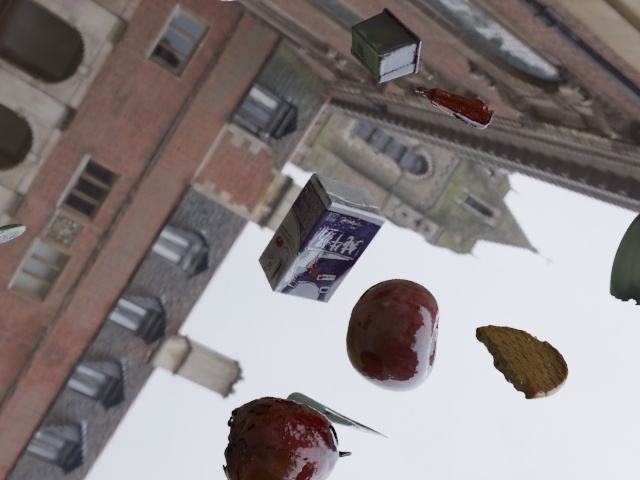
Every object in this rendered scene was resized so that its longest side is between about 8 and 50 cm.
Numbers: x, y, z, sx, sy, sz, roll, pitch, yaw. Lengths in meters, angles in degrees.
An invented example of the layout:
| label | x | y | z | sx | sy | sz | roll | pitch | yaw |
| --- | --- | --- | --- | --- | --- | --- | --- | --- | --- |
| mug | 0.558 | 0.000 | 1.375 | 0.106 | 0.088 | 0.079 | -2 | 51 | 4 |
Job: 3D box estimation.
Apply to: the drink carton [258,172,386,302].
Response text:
| label | x | y | z | sx | sy | sz | roll | pitch | yaw |
| --- | --- | --- | --- | --- | --- | --- | --- | --- | --- |
| drink carton | -0.001 | 0.000 | 1.508 | 0.222 | 0.134 | 0.102 | -56 | -139 | 25 |

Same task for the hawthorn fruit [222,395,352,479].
| label | x | y | z | sx | sy | sz | roll | pitch | yaw |
| --- | --- | --- | --- | --- | --- | --- | --- | --- | --- |
| hawthorn fruit | -0.042 | 0.278 | 1.048 | 0.148 | 0.172 | 0.148 | -171 | -90 | -70 |

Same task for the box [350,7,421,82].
| label | x | y | z | sx | sy | sz | roll | pitch | yaw |
| --- | --- | --- | --- | --- | --- | --- | --- | --- | --- |
| box | 0.085 | -0.258 | 1.081 | 0.085 | 0.063 | 0.060 | 52 | -24 | 31 |

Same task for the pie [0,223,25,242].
| label | x | y | z | sx | sy | sz | roll | pitch | yaw |
| --- | --- | --- | --- | --- | --- | --- | --- | --- | --- |
| pie | -0.472 | -0.007 | 1.177 | 0.085 | 0.017 | 0.085 | -22 | -179 | 0 |

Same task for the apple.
| label | x | y | z | sx | sy | sz | roll | pitch | yaw |
| --- | --- | --- | --- | --- | --- | --- | --- | --- | --- |
| apple | 0.099 | 0.128 | 1.102 | 0.153 | 0.120 | 0.153 | 8 | 90 | -74 |

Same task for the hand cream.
| label | x | y | z | sx | sy | sz | roll | pitch | yaw |
| --- | --- | --- | --- | --- | --- | --- | --- | --- | --- |
| hand cream | 0.024 | 0.445 | 2.023 | 0.320 | 0.109 | 0.067 | 7 | -106 | 51 |

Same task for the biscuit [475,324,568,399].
| label | x | y | z | sx | sy | sz | roll | pitch | yaw |
| --- | --- | --- | --- | --- | --- | --- | --- | --- | --- |
| biscuit | 0.411 | 0.237 | 1.610 | 0.224 | 0.144 | 0.033 | -126 | -144 | -53 |

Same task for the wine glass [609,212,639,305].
| label | x | y | z | sx | sy | sz | roll | pitch | yaw |
| --- | --- | --- | --- | --- | --- | --- | --- | --- | --- |
| wine glass | 0.636 | -0.028 | 1.324 | 0.096 | 0.264 | 0.310 | -48 | 146 | -64 |

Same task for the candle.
| label | x | y | z | sx | sy | sz | roll | pitch | yaw |
| --- | --- | --- | --- | --- | --- | --- | --- | --- | --- |
| candle | 0.261 | -0.270 | 1.582 | 0.048 | 0.162 | 0.053 | -58 | 171 | -52 |
